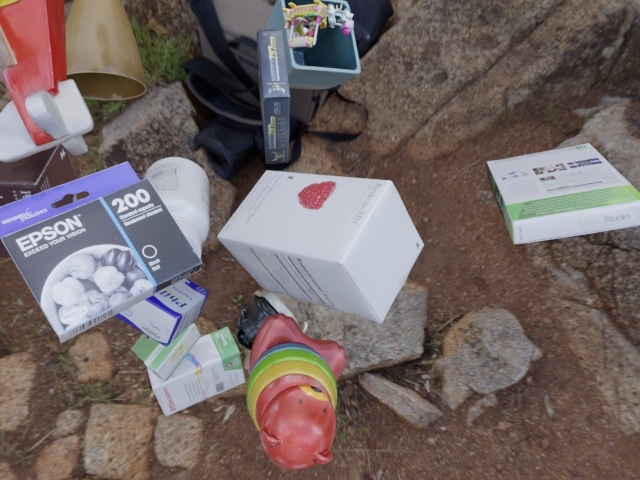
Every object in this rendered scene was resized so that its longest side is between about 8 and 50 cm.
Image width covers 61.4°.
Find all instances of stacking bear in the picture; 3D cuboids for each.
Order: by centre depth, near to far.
[{"bbox_3d":[-0.042,0.255,0.869,0.176,0.289,0.164,30,95,-9],"label":"stacking bear"}]

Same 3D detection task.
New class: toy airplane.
[{"bbox_3d":[-0.491,-0.302,0.821,0.273,0.385,0.384,-3,39,-9],"label":"toy airplane"}]

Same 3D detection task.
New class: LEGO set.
[{"bbox_3d":[-0.043,-0.530,1.388,0.132,0.287,0.107,9,93,-30],"label":"LEGO set"}]

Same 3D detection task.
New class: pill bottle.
[{"bbox_3d":[-0.274,-0.046,1.010,0.131,0.131,0.229,-12,40,-2],"label":"pill bottle"}]

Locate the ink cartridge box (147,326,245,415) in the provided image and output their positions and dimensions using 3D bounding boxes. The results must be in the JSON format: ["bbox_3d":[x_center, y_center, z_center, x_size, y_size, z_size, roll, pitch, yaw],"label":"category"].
[{"bbox_3d":[-0.401,0.425,1.747,0.278,0.201,0.117,-20,51,-19],"label":"ink cartridge box"}]

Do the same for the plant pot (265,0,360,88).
[{"bbox_3d":[-0.056,-0.613,1.755,0.247,0.252,0.247,-6,83,-31],"label":"plant pot"}]

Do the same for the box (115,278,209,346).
[{"bbox_3d":[-0.306,0.119,1.041,0.126,0.137,0.072,30,111,4],"label":"box"}]

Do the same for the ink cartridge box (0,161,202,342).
[{"bbox_3d":[-0.302,-0.003,0.728,0.206,0.045,0.208,-30,79,-31],"label":"ink cartridge box"}]

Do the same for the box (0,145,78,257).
[{"bbox_3d":[-0.580,-0.082,0.988,0.203,0.168,0.167,0,39,-6],"label":"box"}]

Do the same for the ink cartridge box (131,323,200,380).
[{"bbox_3d":[-0.430,0.290,1.531,0.056,0.235,0.171,31,65,13],"label":"ink cartridge box"}]

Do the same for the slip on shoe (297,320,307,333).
[{"bbox_3d":[-0.098,0.299,1.815,0.041,0.135,0.051,28,57,-33],"label":"slip on shoe"}]

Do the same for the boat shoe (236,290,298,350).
[{"bbox_3d":[-0.133,0.191,1.188,0.113,0.340,0.127,-41,94,-15],"label":"boat shoe"}]

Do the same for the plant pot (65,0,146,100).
[{"bbox_3d":[-0.612,-0.550,1.503,0.237,0.237,0.254,-2,87,0],"label":"plant pot"}]

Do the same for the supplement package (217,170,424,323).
[{"bbox_3d":[0.000,0.000,0.965,0.293,0.175,0.177,10,57,40],"label":"supplement package"}]

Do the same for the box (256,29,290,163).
[{"bbox_3d":[-0.103,-0.306,1.176,0.059,0.232,0.183,-5,66,-6],"label":"box"}]

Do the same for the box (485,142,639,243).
[{"bbox_3d":[0.485,-0.106,1.114,0.233,0.322,0.058,-9,116,13],"label":"box"}]
